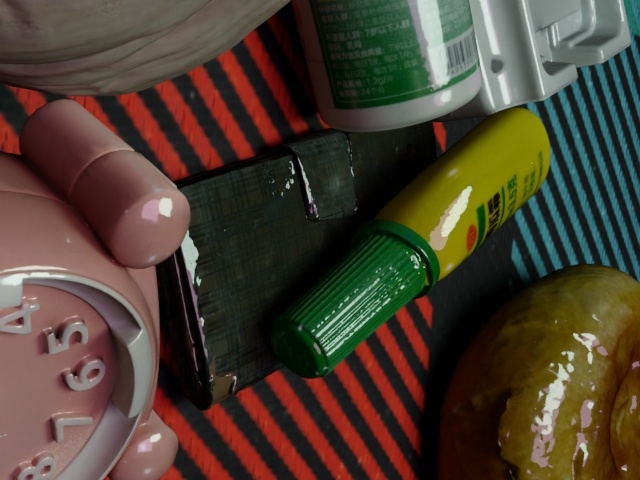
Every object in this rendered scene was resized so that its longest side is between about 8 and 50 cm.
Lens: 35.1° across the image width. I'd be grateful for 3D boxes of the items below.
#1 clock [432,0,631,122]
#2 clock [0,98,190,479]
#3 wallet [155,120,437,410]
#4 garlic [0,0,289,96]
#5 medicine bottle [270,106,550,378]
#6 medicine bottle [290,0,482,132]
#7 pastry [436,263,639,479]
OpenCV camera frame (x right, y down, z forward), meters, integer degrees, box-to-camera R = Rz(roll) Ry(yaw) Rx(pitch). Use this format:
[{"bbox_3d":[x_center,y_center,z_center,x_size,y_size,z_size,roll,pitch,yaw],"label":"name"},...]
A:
[{"bbox_3d":[0.184,-0.253,0.925,0.262,0.116,0.231,-33,118,-43],"label":"clock"},{"bbox_3d":[-0.201,0.064,0.500,0.241,0.142,0.227,-26,139,-36],"label":"clock"},{"bbox_3d":[0.001,0.000,0.799,0.317,0.044,0.169,-23,110,-46],"label":"wallet"},{"bbox_3d":[-0.103,-0.210,0.467,0.317,0.259,0.317,21,90,-88],"label":"garlic"},{"bbox_3d":[0.076,-0.002,0.796,0.309,0.076,0.111,-39,155,-34],"label":"medicine bottle"},{"bbox_3d":[0.032,-0.227,0.739,0.133,0.133,0.274,-35,121,-41],"label":"medicine bottle"},{"bbox_3d":[0.253,0.191,1.032,0.356,0.164,0.356,-4,96,-43],"label":"pastry"}]
